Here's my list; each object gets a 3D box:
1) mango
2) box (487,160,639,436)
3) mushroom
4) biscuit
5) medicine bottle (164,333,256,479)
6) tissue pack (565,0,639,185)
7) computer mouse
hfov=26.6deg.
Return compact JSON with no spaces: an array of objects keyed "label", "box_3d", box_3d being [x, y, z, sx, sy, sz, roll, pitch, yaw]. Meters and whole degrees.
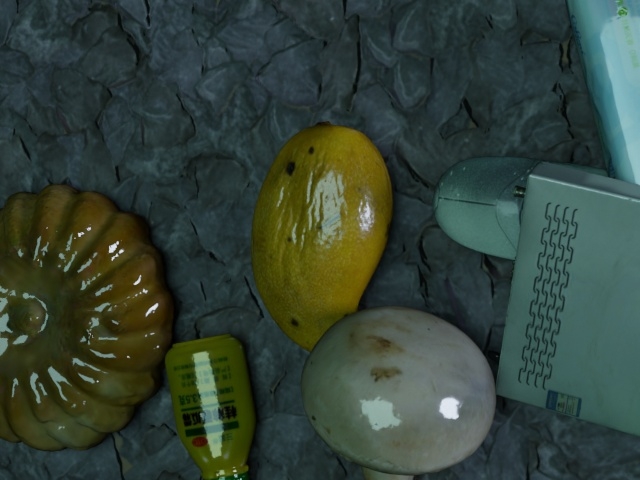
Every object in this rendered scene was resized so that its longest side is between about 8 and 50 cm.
[{"label":"mango","box_3d":[-0.001,-0.001,1.492,0.157,0.109,0.262,7,93,15]},{"label":"box","box_3d":[0.281,0.063,1.370,0.211,0.045,0.270,14,121,20]},{"label":"mushroom","box_3d":[0.078,0.182,1.433,0.207,0.207,0.215,23,131,18]},{"label":"biscuit","box_3d":[-0.330,0.093,1.615,0.326,0.107,0.325,0,91,23]},{"label":"medicine bottle","box_3d":[-0.114,0.240,1.552,0.095,0.064,0.260,-11,87,8]},{"label":"tissue pack","box_3d":[0.360,-0.167,1.369,0.177,0.089,0.263,-13,85,8]},{"label":"computer mouse","box_3d":[0.224,-0.030,1.434,0.229,0.068,0.113,8,93,20]}]
